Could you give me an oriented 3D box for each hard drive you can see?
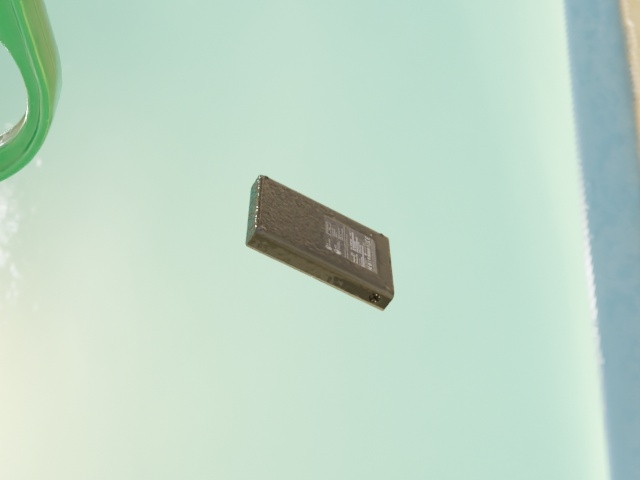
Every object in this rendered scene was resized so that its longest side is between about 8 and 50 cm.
[{"bbox_3d":[0.000,0.000,0.926,0.022,0.135,0.094,-54,20,29],"label":"hard drive"}]

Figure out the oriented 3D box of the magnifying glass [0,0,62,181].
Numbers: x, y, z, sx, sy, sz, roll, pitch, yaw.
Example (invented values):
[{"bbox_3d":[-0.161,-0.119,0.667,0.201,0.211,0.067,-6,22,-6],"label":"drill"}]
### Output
[{"bbox_3d":[-0.115,-0.101,0.333,0.231,0.092,0.026,121,164,-45],"label":"magnifying glass"}]
